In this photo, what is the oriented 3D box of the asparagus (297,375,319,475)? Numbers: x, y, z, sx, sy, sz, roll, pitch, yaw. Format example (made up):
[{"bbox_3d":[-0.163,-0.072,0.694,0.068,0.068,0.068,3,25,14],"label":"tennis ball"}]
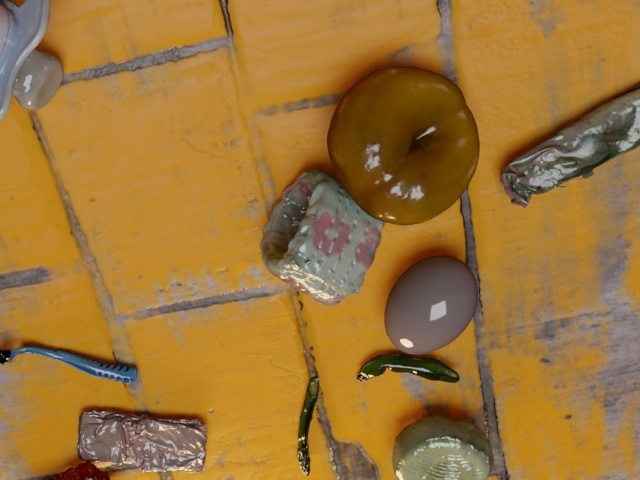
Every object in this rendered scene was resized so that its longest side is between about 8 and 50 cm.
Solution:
[{"bbox_3d":[-0.026,0.366,1.850,0.034,0.027,0.235,8,118,3],"label":"asparagus"}]

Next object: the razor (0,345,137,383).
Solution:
[{"bbox_3d":[-0.460,0.222,1.727,0.253,0.042,0.082,13,159,-12],"label":"razor"}]

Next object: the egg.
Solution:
[{"bbox_3d":[0.191,0.115,1.663,0.146,0.146,0.198,30,117,-19],"label":"egg"}]

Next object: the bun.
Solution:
[{"bbox_3d":[0.236,0.414,1.848,0.196,0.118,0.195,1,120,2],"label":"bun"}]

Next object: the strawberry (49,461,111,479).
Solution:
[{"bbox_3d":[-0.505,0.536,1.861,0.188,0.106,0.286,28,107,-37],"label":"strawberry"}]

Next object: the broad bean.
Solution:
[{"bbox_3d":[0.165,0.239,1.786,0.196,0.046,0.061,-1,130,1],"label":"broad bean"}]

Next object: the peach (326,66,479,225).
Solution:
[{"bbox_3d":[0.134,-0.151,1.486,0.251,0.153,0.251,-1,94,-14],"label":"peach"}]

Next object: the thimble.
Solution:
[{"bbox_3d":[0.000,0.000,1.550,0.149,0.211,0.185,31,125,-22],"label":"thimble"}]

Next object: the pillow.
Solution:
[{"bbox_3d":[-0.342,0.392,1.825,0.249,0.049,0.135,7,118,-9],"label":"pillow"}]

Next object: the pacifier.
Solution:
[{"bbox_3d":[-0.467,-0.269,1.409,0.207,0.227,0.278,22,97,-51],"label":"pacifier"}]

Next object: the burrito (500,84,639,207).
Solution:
[{"bbox_3d":[0.442,-0.160,1.582,0.309,0.066,0.096,-31,114,9],"label":"burrito"}]
